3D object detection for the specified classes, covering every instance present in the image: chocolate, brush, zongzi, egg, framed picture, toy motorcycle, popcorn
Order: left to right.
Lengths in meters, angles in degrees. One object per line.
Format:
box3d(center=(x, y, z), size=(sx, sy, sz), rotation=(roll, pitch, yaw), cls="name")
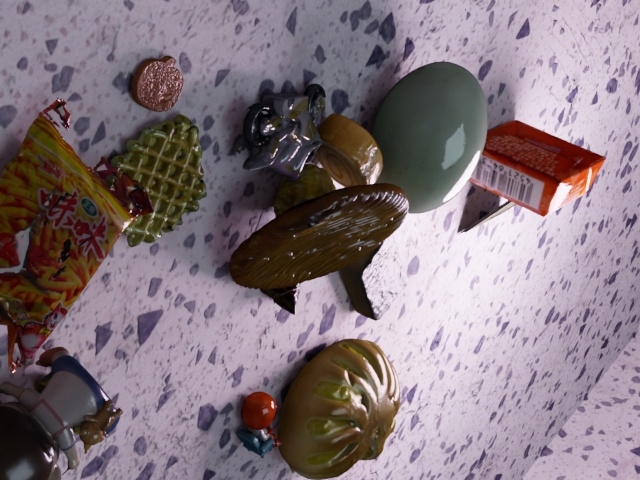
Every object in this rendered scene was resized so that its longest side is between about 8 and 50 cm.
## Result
box3d(center=(-0.072, 0.091, 1.838), size=(0.067, 0.073, 0.083), rotation=(-60, -169, 28), cls="zongzi")
box3d(center=(-0.055, -0.158, 1.638), size=(0.225, 0.073, 0.152), rotation=(-31, 130, -54), cls="toy motorcycle")
box3d(center=(-0.021, -0.064, 1.735), size=(0.120, 0.106, 0.116), rotation=(-55, 158, -14), cls="popcorn")
box3d(center=(0.108, 0.065, 2.076), size=(0.123, 0.059, 0.197), rotation=(-53, 148, -20), cls="brush")
box3d(center=(0.191, -0.183, 1.871), size=(0.203, 0.203, 0.282), rotation=(-1, 118, -57), cls="egg")
box3d(center=(0.430, -0.080, 2.391), size=(0.199, 0.010, 0.195), rotation=(-24, 170, -47), cls="framed picture")
box3d(center=(0.460, -0.160, 2.268), size=(0.235, 0.237, 0.108), rotation=(-26, 135, -48), cls="chocolate")

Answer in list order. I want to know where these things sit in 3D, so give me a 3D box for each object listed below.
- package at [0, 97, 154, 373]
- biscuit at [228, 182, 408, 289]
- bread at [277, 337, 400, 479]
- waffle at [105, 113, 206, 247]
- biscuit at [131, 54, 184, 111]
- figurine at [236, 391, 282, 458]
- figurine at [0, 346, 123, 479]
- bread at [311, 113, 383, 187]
box3d(center=(-0.351, -0.005, 1.280), size=(0.288, 0.108, 0.223), rotation=(-59, 145, -22), cls="package")
box3d(center=(0.000, 0.000, 1.707), size=(0.318, 0.040, 0.318), rotation=(-21, 162, -7), cls="biscuit")
box3d(center=(0.054, 0.346, 2.113), size=(0.333, 0.160, 0.333), rotation=(-37, 140, -40), cls="bread")
box3d(center=(-0.229, -0.082, 1.469), size=(0.169, 0.036, 0.183), rotation=(-37, 139, -33), cls="waffle")
box3d(center=(-0.218, -0.213, 1.405), size=(0.091, 0.015, 0.078), rotation=(25, 90, -60), cls="biscuit")
box3d(center=(-0.117, 0.338, 1.940), size=(0.075, 0.068, 0.140), rotation=(-34, 133, -35), cls="figurine")
box3d(center=(-0.400, 0.271, 1.376), size=(0.275, 0.161, 0.158), rotation=(-39, 178, -32), cls="figurine")
box3d(center=(0.045, -0.141, 1.760), size=(0.073, 0.122, 0.149), rotation=(-50, 146, -15), cls="bread")
